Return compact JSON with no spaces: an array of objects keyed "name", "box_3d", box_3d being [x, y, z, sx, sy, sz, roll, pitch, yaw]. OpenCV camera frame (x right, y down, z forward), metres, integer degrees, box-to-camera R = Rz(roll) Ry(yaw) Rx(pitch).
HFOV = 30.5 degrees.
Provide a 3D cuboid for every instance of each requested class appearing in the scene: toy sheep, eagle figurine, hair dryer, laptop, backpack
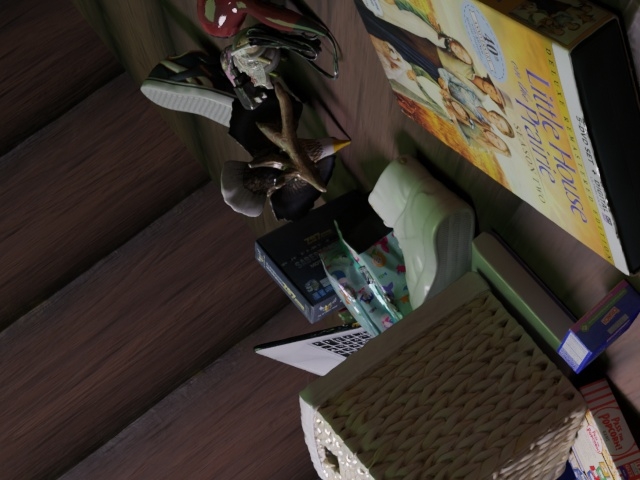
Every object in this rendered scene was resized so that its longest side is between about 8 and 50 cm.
[{"name":"toy sheep","box_3d":[-0.106,-0.319,2.003,0.091,0.091,0.132,50,175,20]},{"name":"eagle figurine","box_3d":[-0.057,-0.146,2.030,0.225,0.226,0.298,17,-176,-12]},{"name":"hair dryer","box_3d":[-0.092,-0.357,1.792,0.224,0.080,0.293,-19,107,39]},{"name":"laptop","box_3d":[0.148,0.310,2.183,0.382,0.408,0.236,28,-126,-49]},{"name":"backpack","box_3d":[0.125,0.062,1.974,0.253,0.191,0.225,46,-176,-14]}]

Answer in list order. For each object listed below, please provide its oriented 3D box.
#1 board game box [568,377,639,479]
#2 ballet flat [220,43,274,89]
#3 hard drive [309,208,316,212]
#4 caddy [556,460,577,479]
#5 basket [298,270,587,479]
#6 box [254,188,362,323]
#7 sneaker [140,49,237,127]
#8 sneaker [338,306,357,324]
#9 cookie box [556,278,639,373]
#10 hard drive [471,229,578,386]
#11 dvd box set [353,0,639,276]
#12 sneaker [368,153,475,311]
[{"name":"board game box","box_3d":[0.400,0.294,1.710,0.193,0.045,0.146,99,150,-72]},{"name":"ballet flat","box_3d":[-0.112,-0.279,2.242,0.079,0.077,0.221,8,137,49]},{"name":"hard drive","box_3d":[0.022,-0.017,2.228,0.022,0.135,0.094,94,179,-48]},{"name":"caddy","box_3d":[0.399,0.492,1.961,0.179,0.241,0.341,57,-178,6]},{"name":"basket","box_3d":[0.181,0.282,1.725,0.266,0.331,0.328,47,163,26]},{"name":"box","box_3d":[0.025,0.024,2.139,0.183,0.233,0.059,48,152,30]},{"name":"sneaker","box_3d":[-0.229,-0.329,2.500,0.321,0.127,0.126,20,161,26]},{"name":"sneaker","box_3d":[0.100,0.172,2.374,0.111,0.103,0.252,60,-174,5]},{"name":"cookie box","box_3d":[0.329,0.103,1.381,0.040,0.092,0.107,47,169,16]},{"name":"hard drive","box_3d":[0.304,0.128,1.751,0.210,0.040,0.318,50,170,22]},{"name":"dvd box set","box_3d":[0.174,-0.173,1.221,0.420,0.062,0.307,44,167,46]},{"name":"sneaker","box_3d":[0.153,-0.006,1.793,0.169,0.108,0.292,50,155,33]}]
